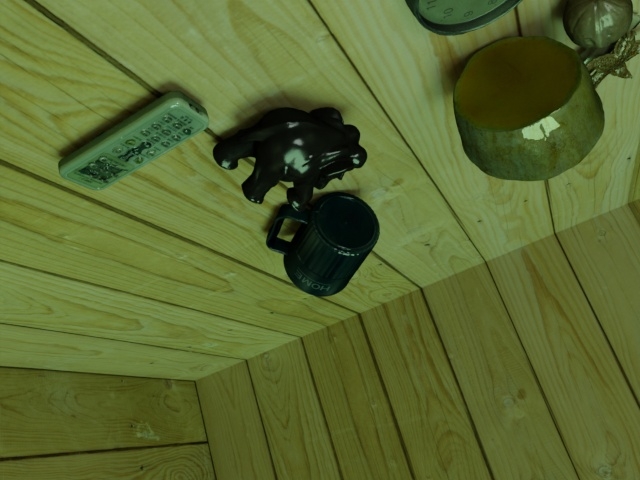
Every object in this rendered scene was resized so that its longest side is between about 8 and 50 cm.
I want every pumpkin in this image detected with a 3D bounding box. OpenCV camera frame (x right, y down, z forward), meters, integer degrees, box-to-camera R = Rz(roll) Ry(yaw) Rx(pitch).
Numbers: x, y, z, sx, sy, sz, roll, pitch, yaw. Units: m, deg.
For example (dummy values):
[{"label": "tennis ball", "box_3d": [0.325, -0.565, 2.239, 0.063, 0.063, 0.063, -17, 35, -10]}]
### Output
[{"label": "pumpkin", "box_3d": [0.469, -0.316, 1.387, 0.332, 0.332, 0.199, -23, 153, 13]}]

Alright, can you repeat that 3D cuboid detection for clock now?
[{"label": "clock", "box_3d": [0.295, -0.506, 1.151, 0.281, 0.055, 0.280, -16, 158, -7]}]

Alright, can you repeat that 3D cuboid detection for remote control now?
[{"label": "remote control", "box_3d": [-0.401, -0.212, 1.296, 0.335, 0.065, 0.128, -26, 159, 18]}]

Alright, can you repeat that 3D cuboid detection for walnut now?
[{"label": "walnut", "box_3d": [0.603, -0.490, 1.322, 0.140, 0.140, 0.162, -26, 146, 18]}]

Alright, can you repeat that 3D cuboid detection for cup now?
[{"label": "cup", "box_3d": [0.013, -0.009, 1.942, 0.242, 0.308, 0.292, -43, 173, -34]}]

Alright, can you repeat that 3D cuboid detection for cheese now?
[{"label": "cheese", "box_3d": [0.656, -0.423, 1.579, 0.085, 0.034, 0.400, -5, 144, -37]}]

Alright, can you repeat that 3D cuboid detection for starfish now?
[{"label": "starfish", "box_3d": [0.742, -0.441, 1.525, 0.277, 0.062, 0.235, -26, 155, -16]}]

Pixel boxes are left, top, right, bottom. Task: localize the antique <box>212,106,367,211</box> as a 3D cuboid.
[{"label": "antique", "box_3d": [-0.055, -0.199, 1.440, 0.322, 0.185, 0.255, 11, 146, -44]}]
